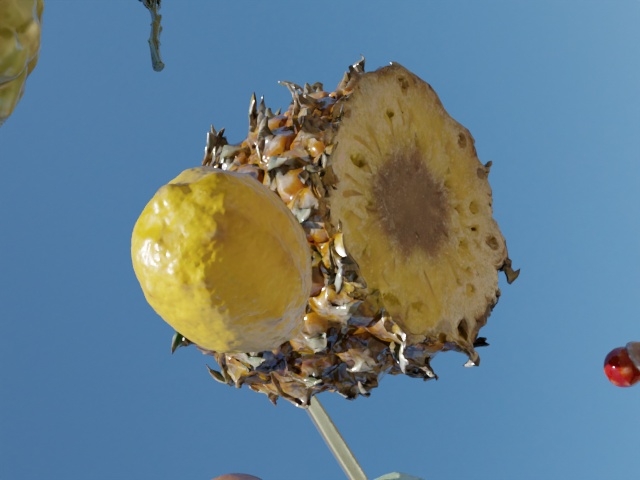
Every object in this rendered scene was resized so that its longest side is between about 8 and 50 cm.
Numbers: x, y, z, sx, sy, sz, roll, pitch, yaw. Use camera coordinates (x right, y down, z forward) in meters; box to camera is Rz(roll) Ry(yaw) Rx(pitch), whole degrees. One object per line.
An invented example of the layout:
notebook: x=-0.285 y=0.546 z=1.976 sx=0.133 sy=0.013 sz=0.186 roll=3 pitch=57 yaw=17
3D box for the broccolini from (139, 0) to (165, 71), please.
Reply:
broccolini: x=-0.228 y=-0.301 z=1.381 sx=0.042 sy=0.044 sz=0.218 roll=68 pitch=-177 yaw=-47

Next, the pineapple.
pineapple: x=0.000 y=0.003 z=1.023 sx=0.352 sy=0.300 sz=0.353 roll=30 pitch=-130 yaw=-43

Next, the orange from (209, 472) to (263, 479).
orange: x=-0.108 y=0.353 z=1.169 sx=0.124 sy=0.156 sz=0.156 roll=59 pitch=-142 yaw=-16

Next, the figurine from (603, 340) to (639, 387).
figurine: x=0.415 y=0.110 z=0.945 sx=0.186 sy=0.287 sz=0.176 roll=39 pitch=-146 yaw=-20

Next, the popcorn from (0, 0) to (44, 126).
popcorn: x=-0.361 y=-0.186 z=0.681 sx=0.334 sy=0.292 sz=0.294 roll=4 pitch=-104 yaw=-22

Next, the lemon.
lemon: x=-0.062 y=0.017 z=0.673 sx=0.155 sy=0.114 sz=0.114 roll=50 pitch=-141 yaw=-37

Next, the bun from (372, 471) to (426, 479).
bun: x=0.076 y=0.379 z=1.282 sx=0.118 sy=0.195 sz=0.195 roll=52 pitch=-141 yaw=-1

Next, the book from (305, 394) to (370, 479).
book: x=-0.011 y=0.289 z=1.703 sx=0.389 sy=0.032 sz=0.269 roll=58 pitch=175 yaw=-5
